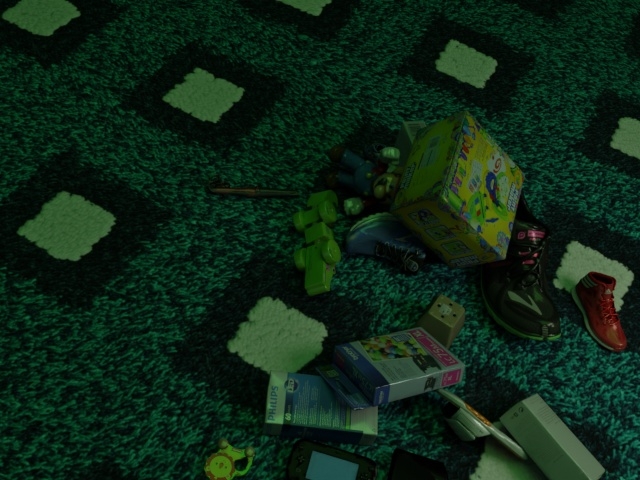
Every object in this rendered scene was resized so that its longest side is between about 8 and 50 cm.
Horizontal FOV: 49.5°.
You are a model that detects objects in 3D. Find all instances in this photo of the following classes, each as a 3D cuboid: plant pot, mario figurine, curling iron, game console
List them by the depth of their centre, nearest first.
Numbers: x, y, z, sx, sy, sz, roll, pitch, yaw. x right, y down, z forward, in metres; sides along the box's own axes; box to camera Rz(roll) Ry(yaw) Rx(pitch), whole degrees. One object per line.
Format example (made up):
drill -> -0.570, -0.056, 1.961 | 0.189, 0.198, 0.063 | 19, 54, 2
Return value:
game console -> 0.099, 0.553, 1.545 | 0.361, 0.044, 0.213 | 16, 53, 3
plant pot -> 0.315, 0.206, 1.799 | 0.109, 0.096, 0.109 | 33, 56, 14
mario figurine -> 0.136, -0.166, 1.946 | 0.320, 0.198, 0.170 | 25, 65, 38
curling iron -> -0.196, -0.152, 2.015 | 0.274, 0.035, 0.068 | 5, 54, -5

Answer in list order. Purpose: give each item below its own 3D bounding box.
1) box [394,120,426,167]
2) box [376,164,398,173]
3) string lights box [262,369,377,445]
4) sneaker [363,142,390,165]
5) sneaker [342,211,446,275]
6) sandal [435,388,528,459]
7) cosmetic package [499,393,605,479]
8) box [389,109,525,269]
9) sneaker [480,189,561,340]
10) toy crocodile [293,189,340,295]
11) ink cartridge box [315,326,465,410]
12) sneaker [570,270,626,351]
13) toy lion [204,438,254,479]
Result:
box -> 0.277, -0.261, 2.054 | 0.072, 0.137, 0.126 | -4, 54, -15
box -> 0.225, -0.183, 2.101 | 0.178, 0.042, 0.109 | -11, 56, -16
string lights box -> 0.001, 0.392, 1.624 | 0.260, 0.077, 0.133 | 8, 53, -4
sneaker -> 0.176, -0.276, 2.130 | 0.053, 0.059, 0.144 | -13, 30, -17
sneaker -> 0.225, 0.014, 1.905 | 0.330, 0.130, 0.147 | 0, 52, -9
sandal -> 0.366, 0.449, 1.632 | 0.265, 0.102, 0.076 | 38, 87, 4
cosmetic package -> 0.539, 0.477, 1.618 | 0.117, 0.085, 0.231 | 2, 44, -54
box -> 0.367, -0.127, 1.826 | 0.279, 0.177, 0.290 | 40, 55, -27
sneaker -> 0.532, 0.051, 1.881 | 0.185, 0.202, 0.483 | -3, 55, -10
toy crocodile -> 0.000, 0.000, 1.901 | 0.115, 0.105, 0.340 | -22, 50, 26
ink cartridge box -> 0.165, 0.299, 1.651 | 0.311, 0.065, 0.186 | -10, 29, -28
sneaker -> 0.764, 0.182, 1.868 | 0.087, 0.128, 0.221 | -16, 57, -18
toy lion -> -0.205, 0.498, 1.545 | 0.100, 0.034, 0.096 | 16, 60, 2
